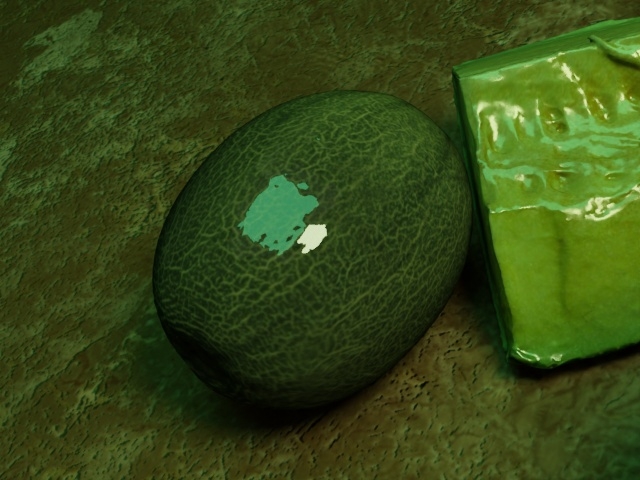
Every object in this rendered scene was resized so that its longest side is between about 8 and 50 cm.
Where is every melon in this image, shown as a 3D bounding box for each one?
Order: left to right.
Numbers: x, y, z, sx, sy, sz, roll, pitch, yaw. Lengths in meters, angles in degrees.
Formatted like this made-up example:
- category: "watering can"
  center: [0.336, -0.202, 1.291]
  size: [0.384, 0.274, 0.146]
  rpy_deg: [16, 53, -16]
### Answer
- category: "melon"
  center: [0.000, 0.000, 0.895]
  size: [0.238, 0.237, 0.301]
  rpy_deg: [22, 55, 36]
- category: "melon"
  center: [0.287, -0.089, 0.876]
  size: [0.344, 0.226, 0.331]
  rpy_deg: [-10, 51, 11]
